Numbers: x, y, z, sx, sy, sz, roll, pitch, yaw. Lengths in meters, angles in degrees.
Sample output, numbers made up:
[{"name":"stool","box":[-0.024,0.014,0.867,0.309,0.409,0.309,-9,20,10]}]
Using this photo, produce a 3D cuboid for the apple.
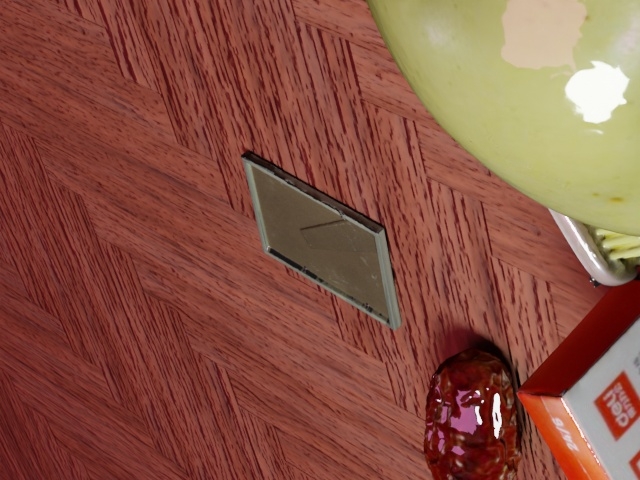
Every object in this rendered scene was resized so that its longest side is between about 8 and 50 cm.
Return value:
[{"name":"apple","box":[0.141,-0.133,0.820,0.262,0.262,0.262,37,152,24]}]

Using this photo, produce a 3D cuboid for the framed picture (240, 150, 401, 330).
[{"name":"framed picture","box":[0.000,0.000,1.481,0.149,0.011,0.109,30,149,34]}]

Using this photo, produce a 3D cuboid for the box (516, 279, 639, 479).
[{"name":"box","box":[0.222,0.148,1.204,0.050,0.123,0.229,-2,125,55]}]

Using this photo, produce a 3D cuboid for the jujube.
[{"name":"jujube","box":[0.115,0.136,1.418,0.077,0.077,0.129,31,138,33]}]

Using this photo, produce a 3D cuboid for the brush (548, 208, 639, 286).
[{"name":"brush","box":[0.122,-0.117,1.090,0.067,0.072,0.313,-22,104,39]}]
